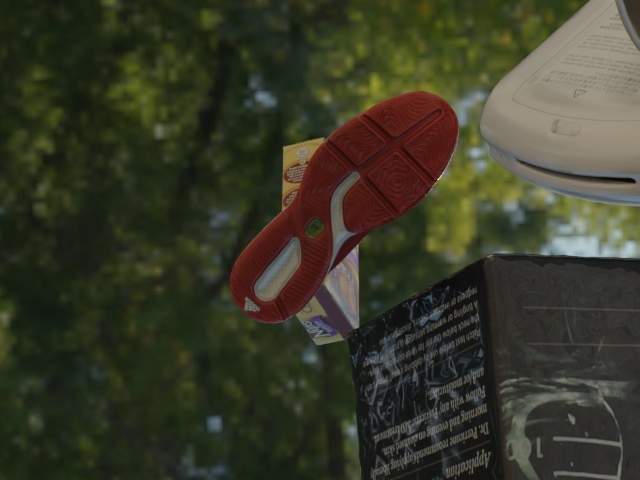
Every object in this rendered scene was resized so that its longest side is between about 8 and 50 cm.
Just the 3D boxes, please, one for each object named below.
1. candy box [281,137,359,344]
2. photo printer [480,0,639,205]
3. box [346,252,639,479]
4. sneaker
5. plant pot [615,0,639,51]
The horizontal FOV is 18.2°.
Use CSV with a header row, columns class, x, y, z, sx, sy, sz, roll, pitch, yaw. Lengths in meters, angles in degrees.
class,x,y,z,sx,sy,sz,roll,pitch,yaw
candy box,0.000,0.000,2.079,0.053,0.109,0.187,-13,-126,16
photo printer,0.318,-0.149,1.877,0.307,0.107,0.256,-42,-146,-26
box,0.302,0.275,1.617,0.479,0.472,0.297,2,165,-22
sneaker,0.016,-0.036,1.560,0.221,0.087,0.128,-41,-175,7
plant pot,0.357,-0.274,1.530,0.256,0.256,0.274,-1,-145,12
